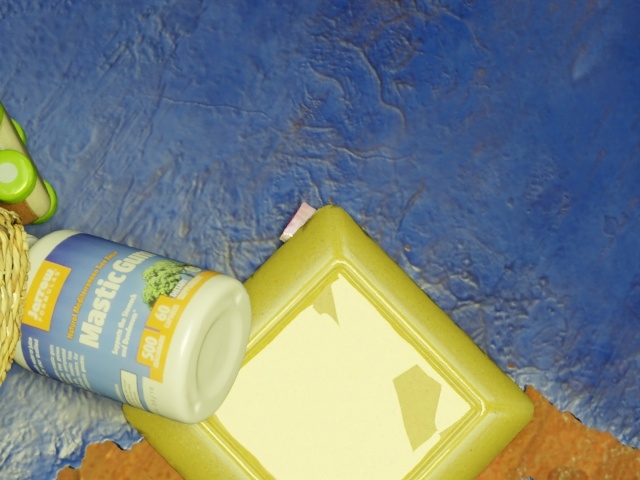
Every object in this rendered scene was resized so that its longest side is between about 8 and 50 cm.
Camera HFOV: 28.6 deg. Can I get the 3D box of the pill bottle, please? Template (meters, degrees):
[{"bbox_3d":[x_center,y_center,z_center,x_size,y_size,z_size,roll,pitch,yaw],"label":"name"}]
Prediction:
[{"bbox_3d":[-0.220,0.075,1.259,0.272,0.152,0.152,15,73,19],"label":"pill bottle"}]

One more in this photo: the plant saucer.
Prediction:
[{"bbox_3d":[0.016,0.177,1.334,0.333,0.081,0.333,45,79,2],"label":"plant saucer"}]

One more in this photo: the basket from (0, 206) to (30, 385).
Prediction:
[{"bbox_3d":[-0.413,0.089,1.124,0.214,0.223,0.299,25,97,12],"label":"basket"}]

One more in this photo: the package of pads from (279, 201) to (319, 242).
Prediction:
[{"bbox_3d":[0.000,0.000,1.417,0.083,0.032,0.050,34,73,-1],"label":"package of pads"}]

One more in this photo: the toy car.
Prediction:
[{"bbox_3d":[-0.389,-0.055,1.300,0.188,0.155,0.149,-27,83,-6],"label":"toy car"}]
